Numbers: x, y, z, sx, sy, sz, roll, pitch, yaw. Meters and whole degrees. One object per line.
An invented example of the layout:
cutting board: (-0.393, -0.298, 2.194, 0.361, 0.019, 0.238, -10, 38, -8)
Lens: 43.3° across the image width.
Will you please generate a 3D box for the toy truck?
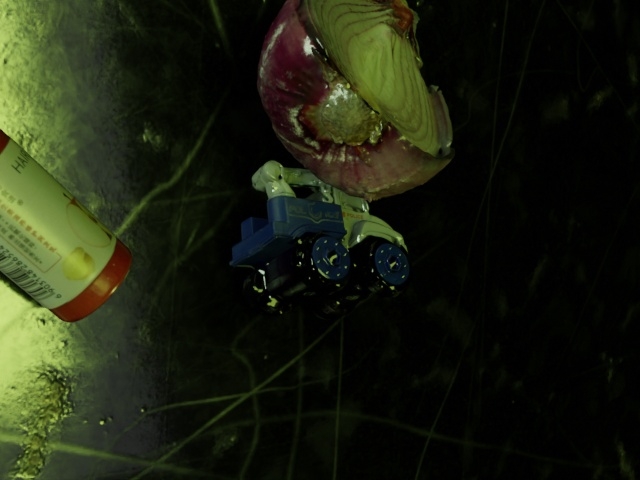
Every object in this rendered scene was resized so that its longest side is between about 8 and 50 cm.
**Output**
toy truck: (0.000, 0.000, 1.016, 0.213, 0.161, 0.177, 7, 67, -36)

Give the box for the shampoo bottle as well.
shampoo bottle: (-0.318, -0.041, 0.795, 0.278, 0.104, 0.104, 48, 67, -28)

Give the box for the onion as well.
onion: (0.038, -0.195, 1.018, 0.267, 0.159, 0.349, 48, 31, -16)
